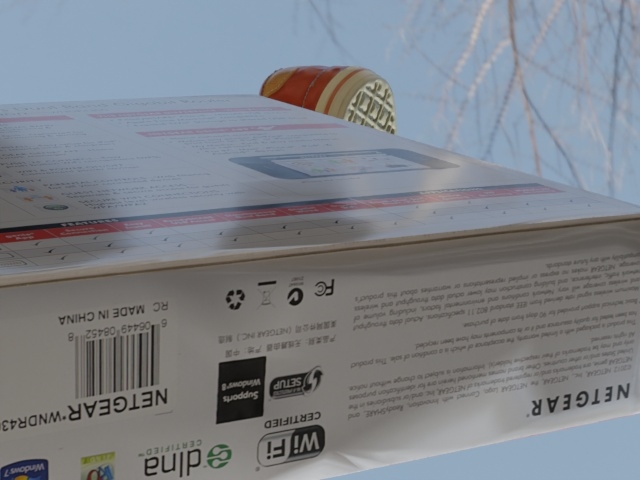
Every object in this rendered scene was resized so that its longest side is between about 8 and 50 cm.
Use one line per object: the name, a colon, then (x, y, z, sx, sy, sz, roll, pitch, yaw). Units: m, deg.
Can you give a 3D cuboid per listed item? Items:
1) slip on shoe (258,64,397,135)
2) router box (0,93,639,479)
slip on shoe: (0.000, 0.000, 1.230, 0.101, 0.331, 0.123, 21, -140, 30)
router box: (-0.089, 0.008, 0.587, 0.301, 0.336, 0.082, 23, -66, 54)
